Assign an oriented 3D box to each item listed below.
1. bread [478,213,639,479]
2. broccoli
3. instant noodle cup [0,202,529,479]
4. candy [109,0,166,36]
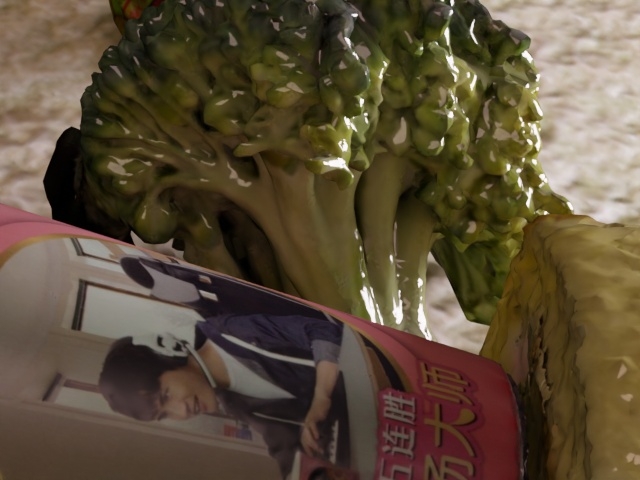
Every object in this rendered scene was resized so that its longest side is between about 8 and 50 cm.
[{"bbox_3d":[0.254,0.115,0.813,0.375,0.165,0.236,15,30,-7],"label":"bread"},{"bbox_3d":[0.000,0.000,0.947,0.247,0.263,0.243,-17,74,10],"label":"broccoli"},{"bbox_3d":[-0.062,0.102,0.770,0.255,0.244,0.244,13,44,-10],"label":"instant noodle cup"},{"bbox_3d":[-0.076,-0.197,1.185,0.077,0.073,0.262,-10,37,11],"label":"candy"}]
